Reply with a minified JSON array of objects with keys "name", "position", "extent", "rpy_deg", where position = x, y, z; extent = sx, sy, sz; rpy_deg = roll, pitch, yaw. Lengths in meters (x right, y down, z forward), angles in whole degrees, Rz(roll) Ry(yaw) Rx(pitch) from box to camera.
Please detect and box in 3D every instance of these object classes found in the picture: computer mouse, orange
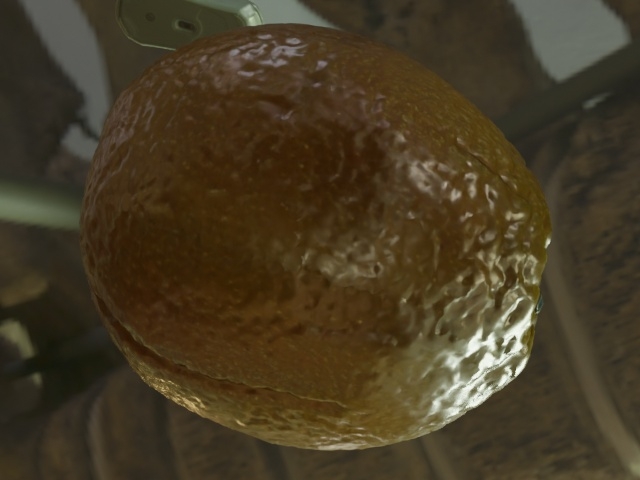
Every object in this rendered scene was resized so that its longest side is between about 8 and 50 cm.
[{"name":"computer mouse","position":[-0.140,-0.255,1.921],"extent":[0.181,0.056,0.089],"rpy_deg":[15,-47,2]},{"name":"orange","position":[0.000,0.000,1.294],"extent":[0.357,0.322,0.322],"rpy_deg":[15,-64,16]}]
